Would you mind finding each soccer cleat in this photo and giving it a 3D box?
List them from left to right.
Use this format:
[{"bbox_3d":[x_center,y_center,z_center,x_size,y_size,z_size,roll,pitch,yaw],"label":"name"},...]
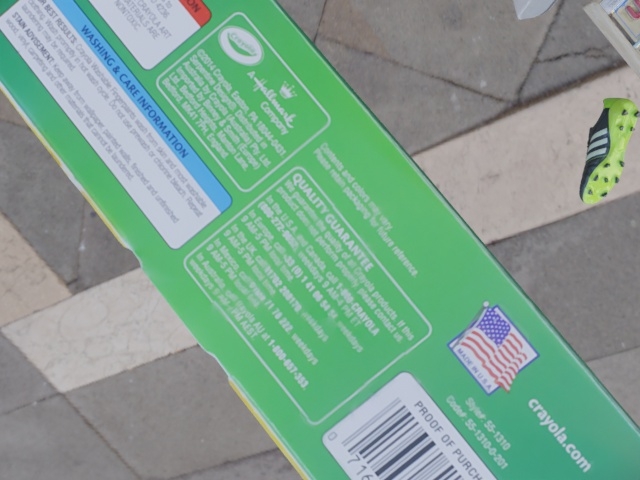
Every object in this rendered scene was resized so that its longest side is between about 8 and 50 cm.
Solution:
[{"bbox_3d":[0.470,-0.149,1.103,0.060,0.072,0.178,9,109,-18],"label":"soccer cleat"}]

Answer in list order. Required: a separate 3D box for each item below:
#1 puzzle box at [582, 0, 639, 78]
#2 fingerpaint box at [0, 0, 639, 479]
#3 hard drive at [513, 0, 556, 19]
[{"bbox_3d":[0.798,-0.533,1.404,0.409,0.052,0.272,-43,98,4],"label":"puzzle box"},{"bbox_3d":[0.000,0.000,0.529,0.163,0.371,0.445,-39,83,2],"label":"fingerpaint box"},{"bbox_3d":[0.214,-0.417,0.681,0.040,0.203,0.307,-12,84,-4],"label":"hard drive"}]
